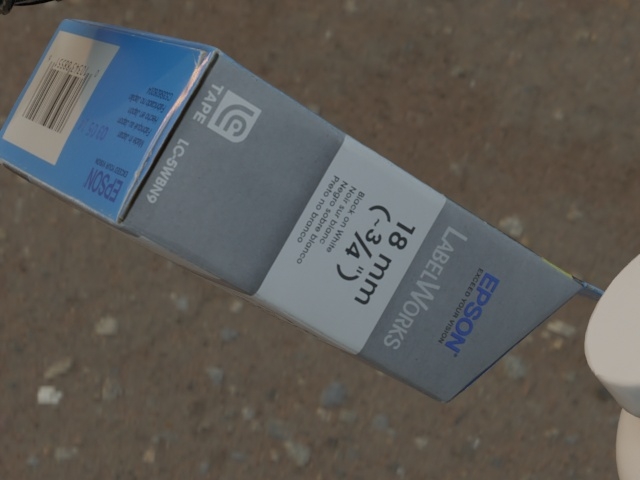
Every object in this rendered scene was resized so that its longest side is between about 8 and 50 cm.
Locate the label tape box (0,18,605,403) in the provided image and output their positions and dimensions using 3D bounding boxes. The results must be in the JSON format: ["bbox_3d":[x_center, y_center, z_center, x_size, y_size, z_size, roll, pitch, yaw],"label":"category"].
[{"bbox_3d":[0.000,0.000,0.945,0.334,0.240,0.106,30,87,-28],"label":"label tape box"}]

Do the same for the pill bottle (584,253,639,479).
[{"bbox_3d":[0.224,0.109,0.674,0.264,0.146,0.146,46,47,-23],"label":"pill bottle"}]

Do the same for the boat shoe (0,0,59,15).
[{"bbox_3d":[-0.099,-0.237,0.802,0.113,0.340,0.127,5,47,-30],"label":"boat shoe"}]
